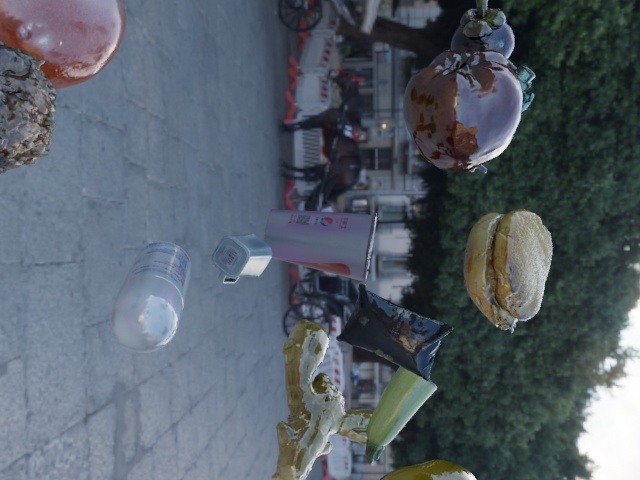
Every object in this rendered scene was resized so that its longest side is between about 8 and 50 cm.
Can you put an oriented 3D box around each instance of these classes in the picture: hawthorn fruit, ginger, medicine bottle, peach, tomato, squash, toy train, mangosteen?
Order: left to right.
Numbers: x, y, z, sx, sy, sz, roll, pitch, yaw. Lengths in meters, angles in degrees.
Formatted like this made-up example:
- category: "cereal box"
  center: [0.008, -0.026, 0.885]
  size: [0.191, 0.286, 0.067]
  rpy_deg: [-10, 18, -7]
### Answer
- category: "tomato"
  center: [-0.557, -0.477, 1.246]
  size: [0.341, 0.273, 0.341]
  rpy_deg: [54, 6, -8]
- category: "medicine bottle"
  center: [-0.338, 0.111, 1.281]
  size: [0.341, 0.131, 0.130]
  rpy_deg: [-113, -160, -71]
- category: "ginger"
  center: [-0.024, 0.390, 1.498]
  size: [0.348, 0.122, 0.362]
  rpy_deg: [-28, 91, -47]
- category: "squash"
  center: [0.160, 0.382, 1.371]
  size: [0.224, 0.094, 0.094]
  rpy_deg: [-56, 167, -12]
- category: "peach"
  center: [0.175, 0.491, 1.139]
  size: [0.251, 0.251, 0.153]
  rpy_deg: [80, -10, -64]
- category: "hawthorn fruit"
  center: [0.264, -0.214, 1.143]
  size: [0.208, 0.208, 0.248]
  rpy_deg: [-85, 159, -51]
- category: "mangosteen"
  center: [0.419, -0.527, 1.660]
  size: [0.184, 0.173, 0.172]
  rpy_deg: [31, 55, -55]
- category: "toy train"
  center: [0.370, -0.305, 1.378]
  size: [0.198, 0.107, 0.154]
  rpy_deg: [-47, -162, 19]

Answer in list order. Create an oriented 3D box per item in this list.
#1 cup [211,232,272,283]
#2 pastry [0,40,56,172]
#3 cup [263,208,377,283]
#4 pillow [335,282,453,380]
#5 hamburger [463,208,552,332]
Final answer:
- category: "cup"
  center: [-0.199, 0.050, 1.536]
  size: [0.128, 0.095, 0.129]
  rpy_deg: [-55, 164, 11]
- category: "pastry"
  center: [-0.496, -0.161, 0.852]
  size: [0.192, 0.275, 0.274]
  rpy_deg: [104, -9, -55]
- category: "cup"
  center: [0.000, 0.000, 1.726]
  size: [0.203, 0.289, 0.202]
  rpy_deg: [9, 90, -84]
- category: "pillow"
  center: [0.107, 0.133, 0.919]
  size: [0.048, 0.150, 0.090]
  rpy_deg: [66, 48, -76]
- category: "hamburger"
  center: [0.497, 0.076, 1.675]
  size: [0.290, 0.170, 0.314]
  rpy_deg: [47, 53, -34]
